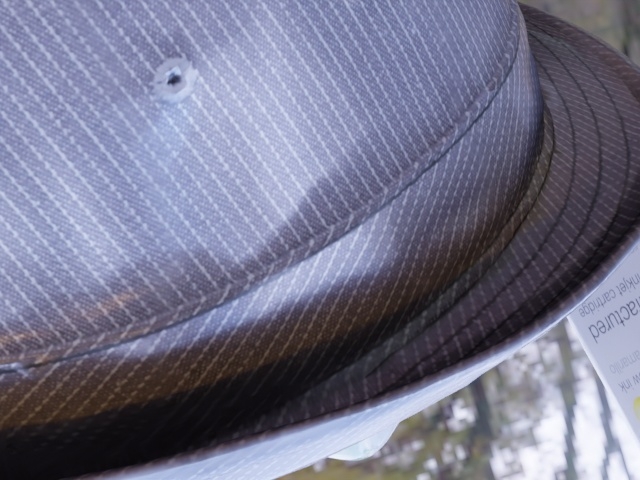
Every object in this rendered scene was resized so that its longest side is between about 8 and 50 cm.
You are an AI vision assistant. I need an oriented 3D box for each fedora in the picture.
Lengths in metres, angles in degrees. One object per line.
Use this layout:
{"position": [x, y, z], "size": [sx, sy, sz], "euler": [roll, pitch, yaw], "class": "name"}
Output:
{"position": [-0.051, -0.058, 0.395], "size": [0.275, 0.124, 0.244], "euler": [-28, -141, -29], "class": "fedora"}

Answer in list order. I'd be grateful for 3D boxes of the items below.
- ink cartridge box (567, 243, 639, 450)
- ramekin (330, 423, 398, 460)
{"position": [0.330, 0.099, 1.001], "size": [0.160, 0.384, 0.279], "euler": [-22, 170, -32], "class": "ink cartridge box"}
{"position": [0.000, 0.000, 1.181], "size": [0.148, 0.303, 0.303], "euler": [14, -153, 13], "class": "ramekin"}
